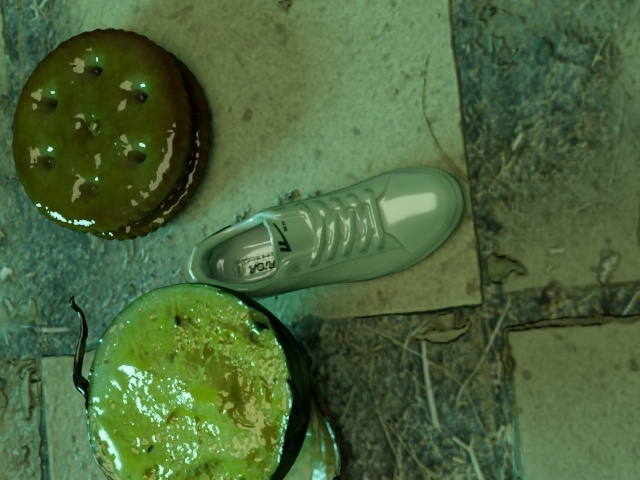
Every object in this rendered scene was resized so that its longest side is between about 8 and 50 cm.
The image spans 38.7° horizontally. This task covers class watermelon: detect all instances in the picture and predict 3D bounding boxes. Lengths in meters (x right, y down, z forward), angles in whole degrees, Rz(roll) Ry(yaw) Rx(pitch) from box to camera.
[{"bbox_3d":[-0.105,0.141,0.830,0.232,0.127,0.204,-7,85,25],"label":"watermelon"}]

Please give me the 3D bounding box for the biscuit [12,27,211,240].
[{"bbox_3d":[-0.219,-0.110,0.946,0.220,0.066,0.220,-2,84,21],"label":"biscuit"}]

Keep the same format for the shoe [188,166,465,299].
[{"bbox_3d":[0.000,0.000,0.843,0.265,0.110,0.095,-20,81,20],"label":"shoe"}]

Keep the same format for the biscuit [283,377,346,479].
[{"bbox_3d":[-0.062,0.235,0.894,0.203,0.041,0.260,8,89,24],"label":"biscuit"}]
